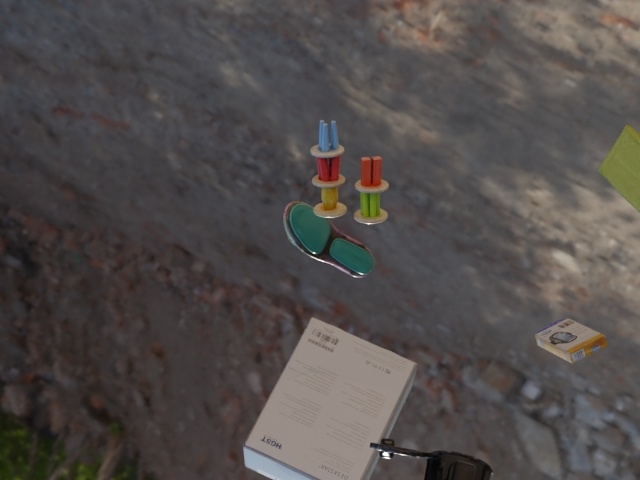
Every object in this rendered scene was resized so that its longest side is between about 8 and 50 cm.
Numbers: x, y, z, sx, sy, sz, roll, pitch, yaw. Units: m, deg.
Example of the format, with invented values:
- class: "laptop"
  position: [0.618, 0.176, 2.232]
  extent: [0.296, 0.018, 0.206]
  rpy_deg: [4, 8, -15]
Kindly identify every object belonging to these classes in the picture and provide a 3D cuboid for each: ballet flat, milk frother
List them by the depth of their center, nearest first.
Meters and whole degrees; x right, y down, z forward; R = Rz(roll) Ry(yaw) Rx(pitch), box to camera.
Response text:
- class: "milk frother"
  position: [0.121, 0.315, 1.403]
  extent: [0.143, 0.135, 0.129]
  rpy_deg: [6, 149, 19]
- class: "ballet flat"
  position: [0.000, 0.000, 2.064]
  extent: [0.221, 0.077, 0.079]
  rpy_deg: [32, 167, -35]

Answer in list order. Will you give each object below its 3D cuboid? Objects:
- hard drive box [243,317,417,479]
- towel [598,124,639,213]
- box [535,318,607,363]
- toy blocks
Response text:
- class: "hard drive box"
  position: [0.016, 0.259, 1.751]
  extent: [0.181, 0.232, 0.089]
  rpy_deg: [23, 152, 11]
- class: "towel"
  position: [0.548, -0.074, 1.878]
  extent: [0.021, 0.102, 0.237]
  rpy_deg: [-11, -130, -39]
- class: "box"
  position: [0.471, 0.188, 2.235]
  extent: [0.136, 0.081, 0.028]
  rpy_deg: [26, 137, 66]
- class: "toy blocks"
  position: [0.044, -0.107, 1.791]
  extent: [0.123, 0.054, 0.148]
  rpy_deg: [8, 117, 22]
